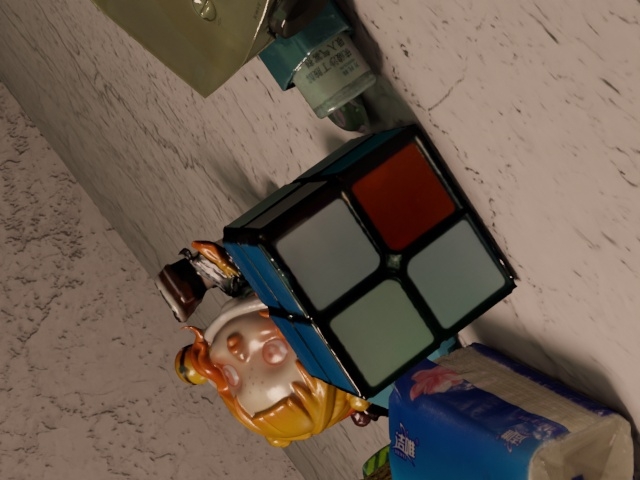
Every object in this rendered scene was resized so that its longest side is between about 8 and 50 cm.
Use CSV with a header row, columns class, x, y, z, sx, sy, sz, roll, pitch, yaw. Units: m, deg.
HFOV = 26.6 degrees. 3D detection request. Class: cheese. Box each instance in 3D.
class,x,y,z,sx,sy,sz,roll,pitch,yaw
cheese,0.010,-0.137,1.279,0.120,0.026,0.067,41,161,45

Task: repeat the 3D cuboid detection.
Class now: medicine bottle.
class,x,y,z,sx,sy,sz,roll,pitch,yaw
medicine bottle,-0.052,-0.223,1.161,0.258,0.079,0.124,54,162,-3

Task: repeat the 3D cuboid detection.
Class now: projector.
class,x,y,z,sx,sy,sz,roll,pitch,yaw
projector,-0.076,-0.238,1.023,0.193,0.088,0.269,41,144,11

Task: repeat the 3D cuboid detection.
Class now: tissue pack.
class,x,y,z,sx,sy,sz,roll,pitch,yaw
tissue pack,0.174,0.230,1.281,0.269,0.137,0.209,-153,55,-65

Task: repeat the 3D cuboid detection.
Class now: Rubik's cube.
class,x,y,z,sx,sy,sz,roll,pitch,yaw
Rubik's cube,0.038,0.017,1.233,0.183,0.180,0.167,59,167,-10

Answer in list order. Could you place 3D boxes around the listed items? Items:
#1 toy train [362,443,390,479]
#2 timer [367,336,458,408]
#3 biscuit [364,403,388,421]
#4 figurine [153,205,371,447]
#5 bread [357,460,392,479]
class,x,y,z,sx,sy,sz,roll,pitch,yaw
toy train,0.133,0.407,1.996,0.178,0.138,0.330,53,167,25
timer,0.073,0.111,1.559,0.250,0.091,0.232,27,150,56
biscuit,0.014,0.175,1.976,0.235,0.063,0.151,54,172,-9
figurine,-0.054,0.127,1.805,0.320,0.196,0.323,-29,85,38
bread,0.173,0.415,1.637,0.279,0.248,0.315,59,170,-14
